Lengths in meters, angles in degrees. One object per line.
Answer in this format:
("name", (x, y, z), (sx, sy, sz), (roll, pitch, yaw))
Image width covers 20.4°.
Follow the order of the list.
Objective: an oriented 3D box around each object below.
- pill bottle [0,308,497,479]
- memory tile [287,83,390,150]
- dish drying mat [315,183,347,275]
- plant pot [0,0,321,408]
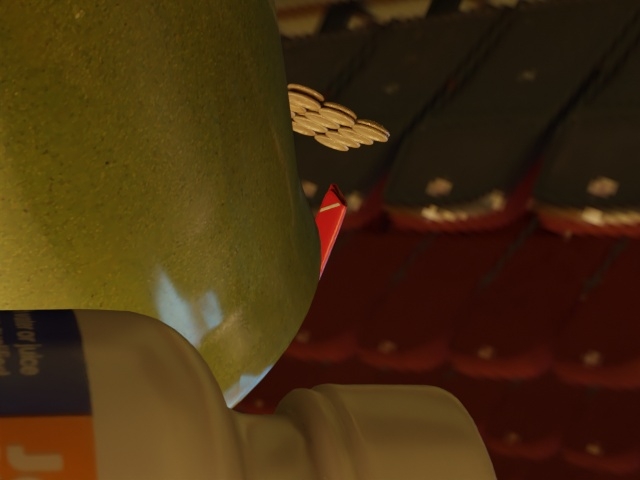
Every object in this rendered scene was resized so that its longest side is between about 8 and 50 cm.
("pill bottle", (-0.100, 0.091, 0.406), (0.272, 0.152, 0.152), (-1, 167, -13))
("memory tile", (-0.002, -0.118, 1.721), (0.113, 0.012, 0.148), (24, 171, -17))
("dish drying mat", (0.000, 0.000, 1.327), (0.008, 0.083, 0.032), (5, -146, -30))
("plant pot", (-0.165, -0.086, 0.747), (0.367, 0.366, 0.353), (8, 136, 40))
